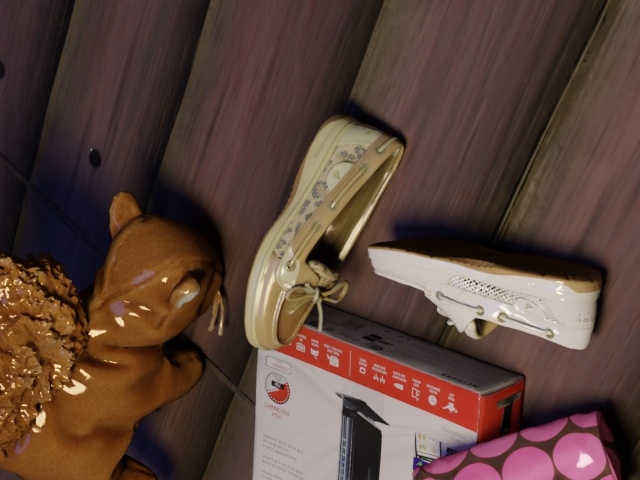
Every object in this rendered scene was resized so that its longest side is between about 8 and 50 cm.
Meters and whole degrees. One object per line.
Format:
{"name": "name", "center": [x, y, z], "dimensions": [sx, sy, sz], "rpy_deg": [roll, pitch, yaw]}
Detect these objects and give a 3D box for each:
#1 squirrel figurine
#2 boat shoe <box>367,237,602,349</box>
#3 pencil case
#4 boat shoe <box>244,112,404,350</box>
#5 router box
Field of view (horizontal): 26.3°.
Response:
{"name": "squirrel figurine", "center": [-0.302, 0.126, 1.711], "dimensions": [0.370, 0.397, 0.281], "rpy_deg": [-50, 55, 25]}
{"name": "boat shoe", "center": [0.162, 0.058, 1.437], "dimensions": [0.277, 0.098, 0.096], "rpy_deg": [13, 108, 40]}
{"name": "pencil case", "center": [0.202, 0.247, 1.389], "dimensions": [0.209, 0.098, 0.095], "rpy_deg": [-17, 48, 12]}
{"name": "boat shoe", "center": [0.000, 0.000, 1.537], "dimensions": [0.089, 0.104, 0.285], "rpy_deg": [25, 97, 25]}
{"name": "router box", "center": [0.067, 0.257, 1.587], "dimensions": [0.335, 0.082, 0.301], "rpy_deg": [17, 111, 41]}
